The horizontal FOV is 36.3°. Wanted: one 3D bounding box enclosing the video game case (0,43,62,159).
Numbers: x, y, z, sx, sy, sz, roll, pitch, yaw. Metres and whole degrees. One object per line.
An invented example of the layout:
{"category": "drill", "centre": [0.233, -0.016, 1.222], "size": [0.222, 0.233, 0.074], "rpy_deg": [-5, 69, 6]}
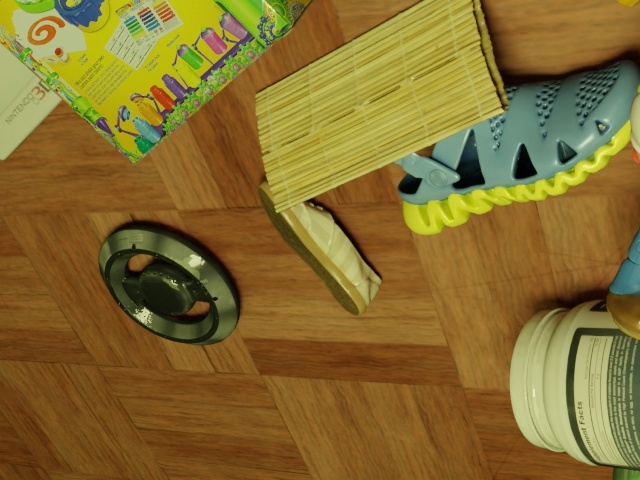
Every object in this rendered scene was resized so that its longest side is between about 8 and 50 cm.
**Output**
{"category": "video game case", "centre": [-0.458, -0.281, 1.225], "size": [0.329, 0.036, 0.300], "rpy_deg": [44, 135, -16]}

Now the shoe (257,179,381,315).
{"category": "shoe", "centre": [0.000, 0.000, 1.252], "size": [0.219, 0.058, 0.076], "rpy_deg": [52, 164, -18]}

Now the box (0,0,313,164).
{"category": "box", "centre": [-0.179, -0.279, 0.980], "size": [0.279, 0.177, 0.290], "rpy_deg": [44, 136, -16]}

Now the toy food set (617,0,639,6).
{"category": "toy food set", "centre": [0.215, -0.309, 0.795], "size": [0.232, 0.111, 0.104], "rpy_deg": [40, 137, -8]}

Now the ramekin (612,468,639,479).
{"category": "ramekin", "centre": [0.508, 0.314, 1.214], "size": [0.303, 0.148, 0.303], "rpy_deg": [14, 136, 15]}

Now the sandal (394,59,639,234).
{"category": "sandal", "centre": [0.181, -0.110, 1.002], "size": [0.317, 0.126, 0.138], "rpy_deg": [-23, 113, 39]}

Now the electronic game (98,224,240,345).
{"category": "electronic game", "centre": [-0.223, 0.069, 1.430], "size": [0.229, 0.048, 0.229], "rpy_deg": [16, 137, 16]}

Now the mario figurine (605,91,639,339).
{"category": "mario figurine", "centre": [0.358, -0.055, 0.865], "size": [0.170, 0.198, 0.321], "rpy_deg": [18, 117, 25]}

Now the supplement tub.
{"category": "supplement tub", "centre": [0.372, 0.163, 1.091], "size": [0.272, 0.191, 0.191], "rpy_deg": [-2, 130, 43]}

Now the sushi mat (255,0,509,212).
{"category": "sushi mat", "centre": [0.049, -0.146, 1.036], "size": [0.316, 0.151, 0.019], "rpy_deg": [-22, 163, 40]}
